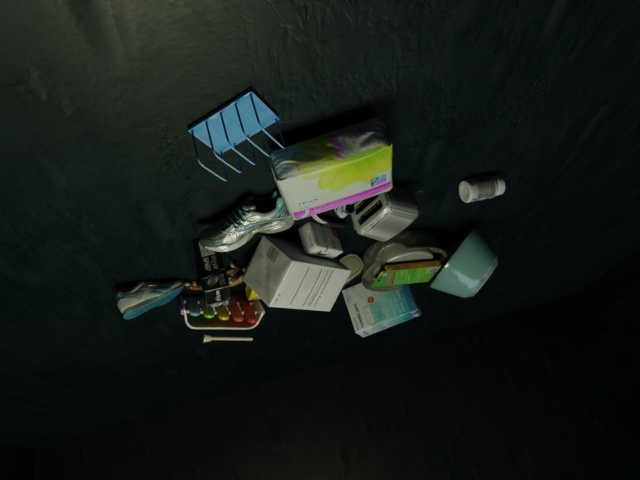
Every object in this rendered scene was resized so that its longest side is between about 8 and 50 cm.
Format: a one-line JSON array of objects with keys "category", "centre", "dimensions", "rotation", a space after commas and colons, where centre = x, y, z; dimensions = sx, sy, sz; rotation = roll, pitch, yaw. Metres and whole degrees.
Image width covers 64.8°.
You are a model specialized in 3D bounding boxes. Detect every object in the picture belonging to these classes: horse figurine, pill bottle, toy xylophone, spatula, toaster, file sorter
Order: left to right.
[{"category": "horse figurine", "centre": [-0.338, 0.126, 1.732], "dimensions": [0.264, 0.066, 0.174], "rotation": [-17, 165, -14]}, {"category": "toy xylophone", "centre": [-0.358, 0.279, 1.855], "dimensions": [0.323, 0.236, 0.081], "rotation": [2, 112, -33]}, {"category": "file sorter", "centre": [-0.179, -0.223, 1.105], "dimensions": [0.170, 0.104, 0.118], "rotation": [-27, 154, 17]}, {"category": "spatula", "centre": [0.001, -0.067, 1.605], "dimensions": [0.084, 0.030, 0.296], "rotation": [-12, 164, 33]}, {"category": "toaster", "centre": [0.202, -0.093, 1.587], "dimensions": [0.147, 0.129, 0.227], "rotation": [8, 145, -39]}, {"category": "pill bottle", "centre": [0.546, -0.175, 1.701], "dimensions": [0.137, 0.078, 0.078], "rotation": [-11, 154, -14]}]

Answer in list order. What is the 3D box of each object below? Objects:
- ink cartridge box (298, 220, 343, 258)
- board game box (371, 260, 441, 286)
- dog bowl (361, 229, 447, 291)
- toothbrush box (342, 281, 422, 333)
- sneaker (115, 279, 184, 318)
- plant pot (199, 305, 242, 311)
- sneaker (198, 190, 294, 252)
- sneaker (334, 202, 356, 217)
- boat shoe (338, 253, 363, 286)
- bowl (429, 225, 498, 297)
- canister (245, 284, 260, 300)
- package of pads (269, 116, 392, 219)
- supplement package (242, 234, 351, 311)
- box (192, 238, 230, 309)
[{"category": "ink cartridge box", "centre": [0.000, 0.000, 1.671], "dimensions": [0.056, 0.099, 0.135], "rotation": [-35, 149, 33]}, {"category": "board game box", "centre": [0.330, 0.131, 1.965], "dimensions": [0.260, 0.039, 0.124], "rotation": [-6, 148, -21]}, {"category": "dog bowl", "centre": [0.321, 0.081, 2.012], "dimensions": [0.349, 0.102, 0.348], "rotation": [-11, 149, -7]}, {"category": "toothbrush box", "centre": [0.275, 0.280, 2.276], "dimensions": [0.296, 0.216, 0.126], "rotation": [-23, 153, 13]}, {"category": "sneaker", "centre": [-0.562, 0.173, 1.676], "dimensions": [0.229, 0.092, 0.087], "rotation": [-22, 160, -41]}, {"category": "plant pot", "centre": [-0.438, 0.321, 2.105], "dimensions": [0.237, 0.032, 0.236], "rotation": [-15, 155, -7]}, {"category": "sneaker", "centre": [-0.216, -0.067, 1.423], "dimensions": [0.283, 0.110, 0.122], "rotation": [-23, 143, -7]}, {"category": "sneaker", "centre": [0.080, -0.101, 1.571], "dimensions": [0.052, 0.058, 0.135], "rotation": [-10, 154, -16]}, {"category": "boat shoe", "centre": [0.019, 0.166, 1.945], "dimensions": [0.324, 0.116, 0.096], "rotation": [-32, 165, -18]}, {"category": "bowl", "centre": [0.598, 0.111, 2.039], "dimensions": [0.311, 0.163, 0.311], "rotation": [-50, 168, -15]}, {"category": "canister", "centre": [-0.192, 0.175, 1.927], "dimensions": [0.170, 0.073, 0.126], "rotation": [-5, 151, -22]}, {"category": "package of pads", "centre": [0.035, -0.174, 1.274], "dimensions": [0.297, 0.101, 0.229], "rotation": [-19, 155, 0]}, {"category": "supplement package", "centre": [-0.077, 0.115, 1.698], "dimensions": [0.293, 0.177, 0.175], "rotation": [13, 109, -48]}, {"category": "box", "centre": [-0.337, 0.101, 1.559], "dimensions": [0.078, 0.180, 0.147], "rotation": [-13, 155, -16]}]
